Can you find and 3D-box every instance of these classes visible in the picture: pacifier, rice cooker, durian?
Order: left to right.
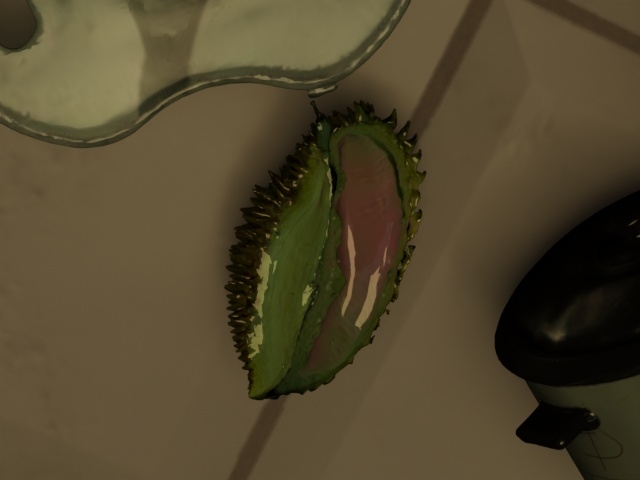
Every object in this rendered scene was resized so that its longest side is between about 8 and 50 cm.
[{"bbox_3d":[-0.099,-0.210,1.231,0.343,0.269,0.288,-18,94,-4],"label":"pacifier"},{"bbox_3d":[-0.004,-0.005,1.388,0.095,0.137,0.220,32,116,32],"label":"durian"},{"bbox_3d":[0.255,0.071,1.362,0.280,0.241,0.227,-38,111,-20],"label":"rice cooker"}]
